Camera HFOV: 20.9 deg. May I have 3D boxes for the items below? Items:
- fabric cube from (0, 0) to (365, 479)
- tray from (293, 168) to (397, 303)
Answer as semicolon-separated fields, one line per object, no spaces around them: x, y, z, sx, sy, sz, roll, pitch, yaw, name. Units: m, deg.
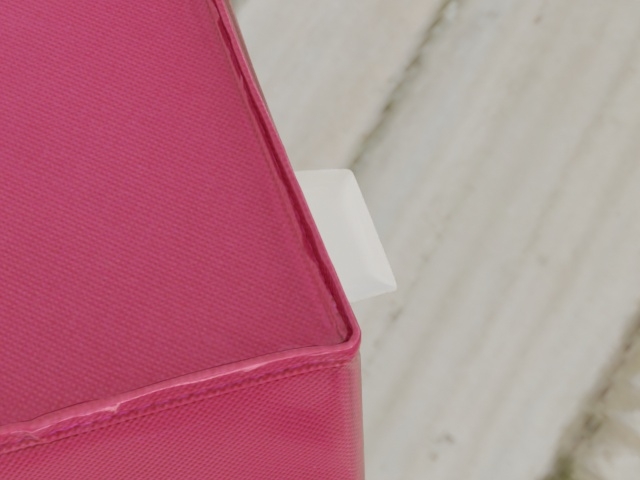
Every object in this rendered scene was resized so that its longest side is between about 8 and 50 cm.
-0.133;0.036;0.596;0.259;0.258;0.254;-15;-126;-7;fabric cube
0.000;0.000;1.773;0.030;0.270;0.145;-24;-96;21;tray
